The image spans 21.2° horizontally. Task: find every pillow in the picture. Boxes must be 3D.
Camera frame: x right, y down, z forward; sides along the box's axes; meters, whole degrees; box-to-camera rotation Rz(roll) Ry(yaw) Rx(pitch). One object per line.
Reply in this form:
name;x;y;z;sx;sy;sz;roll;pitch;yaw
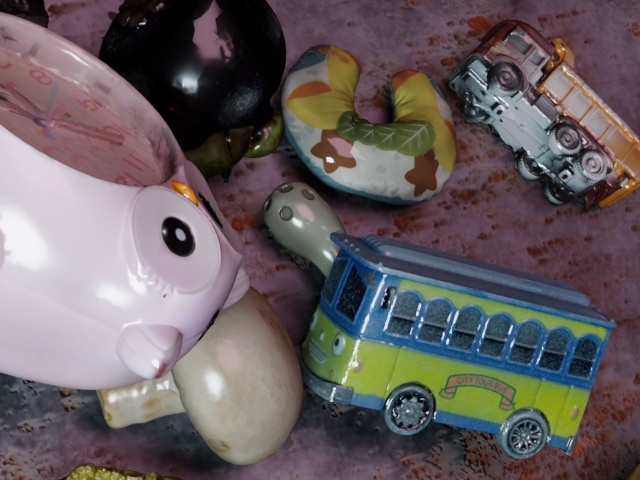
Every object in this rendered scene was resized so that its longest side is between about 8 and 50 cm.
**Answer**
pillow;0.058;-0.139;2.044;0.233;0.086;0.214;15;50;-19

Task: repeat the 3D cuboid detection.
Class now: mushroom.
mushroom;-0.113;0.147;1.756;0.209;0.206;0.206;-43;91;-13

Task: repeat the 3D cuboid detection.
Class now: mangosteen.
mangosteen;-0.132;-0.181;1.871;0.243;0.243;0.243;12;62;-23

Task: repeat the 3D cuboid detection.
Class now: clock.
clock;-0.264;-0.013;1.590;0.376;0.250;0.368;37;22;3

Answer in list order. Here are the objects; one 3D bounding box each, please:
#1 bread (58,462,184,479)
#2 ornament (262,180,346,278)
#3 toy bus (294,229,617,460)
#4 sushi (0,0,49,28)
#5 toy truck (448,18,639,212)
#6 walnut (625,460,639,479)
bread;-0.196;0.336;1.666;0.181;0.096;0.222;8;66;-25
ornament;0.000;0.000;1.946;0.156;0.075;0.081;48;45;1
toy bus;0.144;0.114;1.874;0.312;0.152;0.190;14;100;-21
sushi;-0.406;-0.248;1.812;0.225;0.124;0.127;-17;78;-31
toy truck;0.296;-0.155;2.151;0.270;0.114;0.135;44;58;-4
walnut;0.506;0.358;1.890;0.383;0.383;0.383;12;62;-23
